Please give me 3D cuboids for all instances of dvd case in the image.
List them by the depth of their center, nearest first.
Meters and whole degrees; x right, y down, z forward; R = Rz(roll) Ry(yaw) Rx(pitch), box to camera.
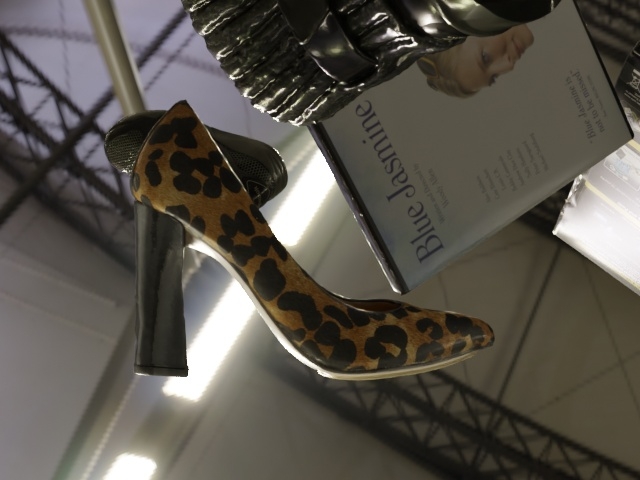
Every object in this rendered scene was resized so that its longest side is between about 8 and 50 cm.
[{"bbox_3d":[0.125,-0.097,1.005,0.253,0.180,0.022,-33,-160,-13],"label":"dvd case"}]

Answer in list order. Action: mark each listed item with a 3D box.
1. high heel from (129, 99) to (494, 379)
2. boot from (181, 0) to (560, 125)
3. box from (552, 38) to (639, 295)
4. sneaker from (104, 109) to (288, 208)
[{"bbox_3d":[0.000,0.000,0.846,0.261,0.186,0.093,1,179,-14],"label":"high heel"},{"bbox_3d":[-0.004,-0.258,0.790,0.131,0.348,0.260,-18,-176,-35],"label":"boot"},{"bbox_3d":[0.418,0.008,1.100,0.395,0.318,0.097,38,-115,17],"label":"box"},{"bbox_3d":[-0.161,-0.068,1.307,0.227,0.087,0.130,19,-137,27],"label":"sneaker"}]
